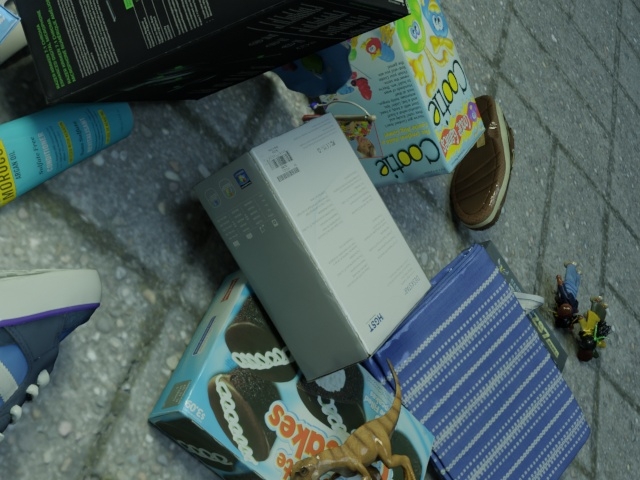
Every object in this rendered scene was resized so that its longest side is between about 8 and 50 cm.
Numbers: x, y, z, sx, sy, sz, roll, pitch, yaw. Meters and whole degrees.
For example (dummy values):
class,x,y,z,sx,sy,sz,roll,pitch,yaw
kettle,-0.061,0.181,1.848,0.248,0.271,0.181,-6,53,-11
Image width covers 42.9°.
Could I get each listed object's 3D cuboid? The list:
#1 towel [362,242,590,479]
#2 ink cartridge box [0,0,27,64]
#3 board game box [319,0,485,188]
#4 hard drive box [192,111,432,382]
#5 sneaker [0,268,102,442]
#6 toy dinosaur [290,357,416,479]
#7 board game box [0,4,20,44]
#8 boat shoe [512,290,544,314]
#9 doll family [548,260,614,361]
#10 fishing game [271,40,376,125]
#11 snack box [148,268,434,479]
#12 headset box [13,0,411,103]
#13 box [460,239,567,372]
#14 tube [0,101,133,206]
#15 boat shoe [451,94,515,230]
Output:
class,x,y,z,sx,sy,sz,roll,pitch,yaw
towel,0.210,0.202,1.064,0.243,0.040,0.336,-40,106,-26
ink cartridge box,-0.330,-0.351,0.704,0.353,0.119,0.207,51,52,-19
board game box,0.086,-0.226,1.058,0.142,0.144,0.275,-46,119,-47
hard drive box,0.000,0.000,0.863,0.232,0.089,0.181,60,34,-4
sneaker,-0.277,0.152,0.577,0.322,0.130,0.236,-16,103,-61
toy dinosaur,0.057,0.209,0.838,0.211,0.064,0.112,-28,94,-49
board game box,-0.363,-0.175,0.607,0.211,0.039,0.160,39,84,-28
boat shoe,0.286,0.092,1.164,0.100,0.035,0.035,11,90,-48
doll family,0.433,0.126,1.367,0.193,0.076,0.111,45,50,-17
fishing game,-0.042,-0.231,0.932,0.041,0.189,0.264,-49,124,-23
snack box,-0.012,0.200,0.863,0.322,0.060,0.187,46,46,-24
headset box,-0.097,-0.222,0.737,0.246,0.283,0.131,-24,97,-64
box,0.258,0.143,1.177,0.233,0.059,0.183,54,43,-14
tube,-0.258,-0.081,0.731,0.207,0.052,0.080,-40,128,-46
boat shoe,0.270,-0.112,1.278,0.095,0.095,0.258,41,47,-35
